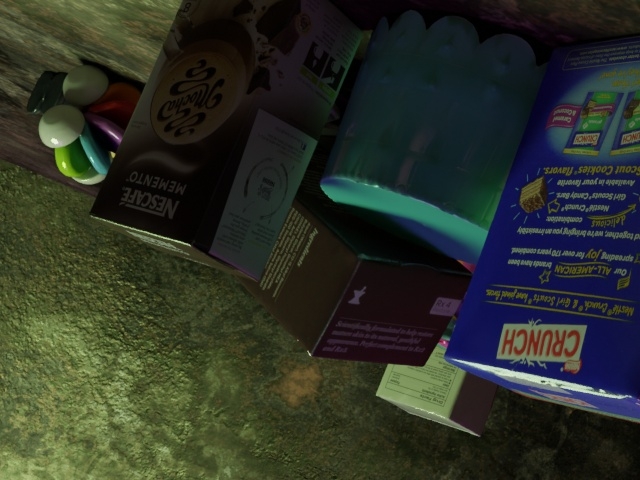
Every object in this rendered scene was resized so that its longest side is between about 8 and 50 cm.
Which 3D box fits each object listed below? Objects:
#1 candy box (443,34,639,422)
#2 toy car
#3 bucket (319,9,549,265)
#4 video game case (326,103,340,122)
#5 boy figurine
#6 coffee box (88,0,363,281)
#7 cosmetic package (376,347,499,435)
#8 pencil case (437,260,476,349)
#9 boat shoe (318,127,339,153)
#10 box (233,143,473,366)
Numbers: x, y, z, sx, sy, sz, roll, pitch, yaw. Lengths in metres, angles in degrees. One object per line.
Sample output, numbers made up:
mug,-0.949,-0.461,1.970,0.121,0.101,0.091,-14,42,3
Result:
candy box,0.267,-0.010,1.102,0.122,0.317,0.268,27,170,-27
toy car,-0.346,-0.177,2.066,0.136,0.182,0.159,13,153,26
bucket,0.144,-0.093,1.343,0.281,0.183,0.281,23,172,3
video game case,-0.084,-0.173,1.660,0.173,0.022,0.190,-15,159,14
boy figurine,-0.372,-0.194,2.299,0.285,0.092,0.177,28,169,-37
coffee box,-0.100,-0.125,1.378,0.168,0.297,0.119,14,168,39
cosmetic package,0.233,0.148,2.152,0.160,0.309,0.113,15,168,42
pencil case,0.218,0.046,1.873,0.104,0.236,0.104,27,179,1
boat shoe,0.052,-0.078,1.724,0.324,0.096,0.116,4,149,29
box,-0.019,-0.013,1.547,0.191,0.143,0.381,11,-158,-43
